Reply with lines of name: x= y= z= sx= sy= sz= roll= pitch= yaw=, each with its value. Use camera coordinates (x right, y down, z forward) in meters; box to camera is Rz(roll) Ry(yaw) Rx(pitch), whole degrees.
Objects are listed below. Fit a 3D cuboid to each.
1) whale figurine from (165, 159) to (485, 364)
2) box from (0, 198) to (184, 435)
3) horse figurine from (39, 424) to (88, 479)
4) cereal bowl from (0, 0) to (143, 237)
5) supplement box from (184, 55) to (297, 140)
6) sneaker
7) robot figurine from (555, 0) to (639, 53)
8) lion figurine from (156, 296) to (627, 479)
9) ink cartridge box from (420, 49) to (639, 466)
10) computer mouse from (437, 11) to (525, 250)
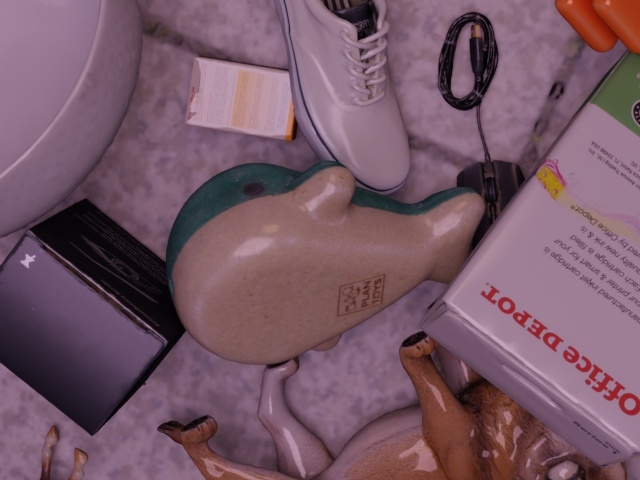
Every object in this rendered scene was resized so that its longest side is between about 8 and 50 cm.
whale figurine: x=0.000 y=0.000 z=1.680 sx=0.272 sy=0.141 sz=0.216 roll=-12 pitch=138 yaw=-13
box: x=-0.201 y=0.061 z=1.708 sx=0.153 sy=0.207 sz=0.108 roll=39 pitch=102 yaw=1
horse figurine: x=-0.317 y=0.230 z=1.823 sx=0.263 sy=0.066 sz=0.174 roll=29 pitch=95 yaw=6
cereal bowl: x=-0.290 y=-0.134 z=1.685 sx=0.339 sy=0.141 sz=0.339 roll=-13 pitch=58 yaw=22
supplement box: x=-0.067 y=-0.126 z=1.749 sx=0.098 sy=0.036 sz=0.062 roll=10 pitch=99 yaw=5
sneaker: x=0.020 y=-0.160 z=1.690 sx=0.094 sy=0.091 sz=0.258 roll=-23 pitch=95 yaw=-25
robot figurine: x=0.274 y=-0.259 z=1.619 sx=0.128 sy=0.158 sz=0.219 roll=30 pitch=75 yaw=3
lion figurine: x=0.066 y=0.202 z=1.744 sx=0.392 sy=0.142 sz=0.240 roll=-19 pitch=107 yaw=24
ink cartridge box: x=0.244 y=0.018 z=1.631 sx=0.201 sy=0.117 sz=0.278 roll=37 pitch=74 yaw=1
computer mouse: x=0.145 y=-0.078 z=1.725 sx=0.071 sy=0.041 sz=0.242 roll=-10 pitch=96 yaw=10
